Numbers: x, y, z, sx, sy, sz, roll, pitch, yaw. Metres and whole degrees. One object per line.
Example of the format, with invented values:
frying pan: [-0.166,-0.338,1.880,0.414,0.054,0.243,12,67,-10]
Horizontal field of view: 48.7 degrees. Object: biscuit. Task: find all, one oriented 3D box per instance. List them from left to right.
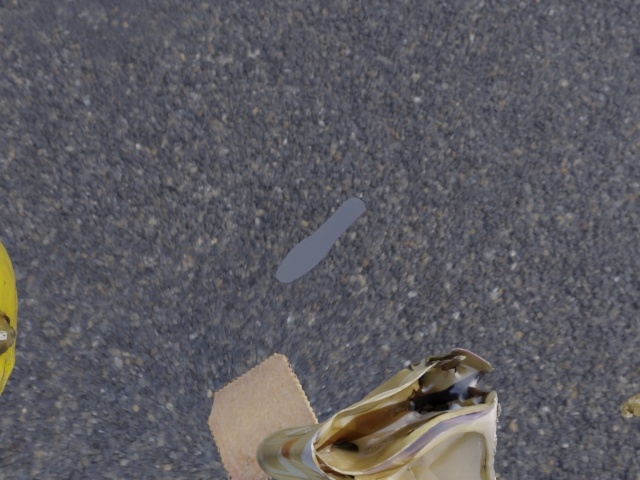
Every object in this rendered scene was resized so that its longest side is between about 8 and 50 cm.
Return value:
biscuit: [-0.127,0.385,1.501,0.232,0.013,0.237,-34,59,8]

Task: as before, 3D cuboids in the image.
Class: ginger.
ginger: [0.680,0.315,1.406,0.176,0.193,0.052,-13,79,10]

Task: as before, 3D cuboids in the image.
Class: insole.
insole: [0.000,0.000,0.820,0.135,0.002,0.045,-46,50,-6]

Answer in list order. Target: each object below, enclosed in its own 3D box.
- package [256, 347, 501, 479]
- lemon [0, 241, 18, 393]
package: [0.070,0.219,0.797,0.221,0.311,0.165,24,68,-4]
lemon: [-0.421,0.072,0.620,0.297,0.297,0.297,2,72,-6]
